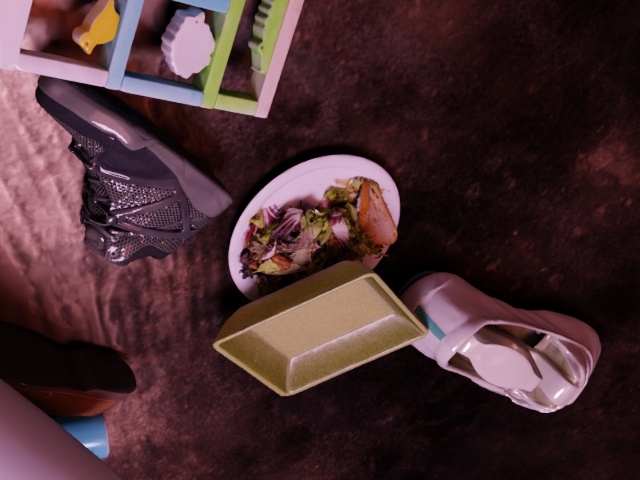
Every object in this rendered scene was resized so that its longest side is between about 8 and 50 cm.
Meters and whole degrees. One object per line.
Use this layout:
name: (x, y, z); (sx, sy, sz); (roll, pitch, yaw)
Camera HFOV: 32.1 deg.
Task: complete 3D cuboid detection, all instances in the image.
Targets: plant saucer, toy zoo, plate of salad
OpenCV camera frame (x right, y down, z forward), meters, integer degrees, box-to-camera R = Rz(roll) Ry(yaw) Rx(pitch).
plant saucer: (0.000, 0.089, 1.203); (0.188, 0.045, 0.188); (-25, 148, 12)
toy zoo: (-0.144, -0.214, 0.892); (0.293, 0.030, 0.192); (8, 109, -35)
plate of salad: (0.000, 0.000, 1.168); (0.200, 0.048, 0.199); (-17, 133, -19)

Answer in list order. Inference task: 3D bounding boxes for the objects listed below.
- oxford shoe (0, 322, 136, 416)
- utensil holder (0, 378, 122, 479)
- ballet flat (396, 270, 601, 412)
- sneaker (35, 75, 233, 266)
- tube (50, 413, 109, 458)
oxford shoe: (-0.286, 0.139, 1.094); (0.212, 0.076, 0.076); (25, 121, -41)
utensil holder: (-0.377, 0.226, 0.904); (0.328, 0.327, 0.385); (-38, 131, 1)
ballet flat: (0.247, 0.150, 1.383); (0.400, 0.139, 0.139); (23, 111, -42)
sneaker: (-0.187, -0.052, 0.984); (0.130, 0.087, 0.227); (-47, 140, 1)
tube: (-0.327, 0.219, 1.155); (0.207, 0.052, 0.080); (-9, 123, -18)
